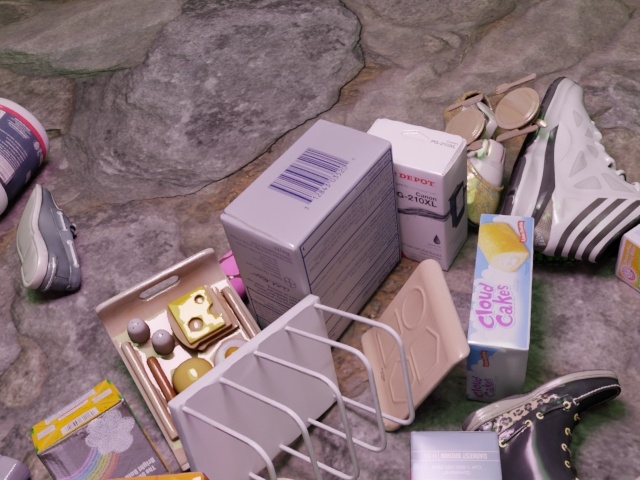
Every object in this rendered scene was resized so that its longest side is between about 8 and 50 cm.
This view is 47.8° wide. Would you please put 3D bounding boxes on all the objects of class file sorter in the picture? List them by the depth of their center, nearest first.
[{"bbox_3d":[-0.025,0.239,0.978,0.173,0.193,0.277,14,36,41],"label":"file sorter"}]

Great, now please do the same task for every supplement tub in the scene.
[{"bbox_3d":[-0.739,-0.164,1.573,0.191,0.191,0.272,7,49,17],"label":"supplement tub"}]

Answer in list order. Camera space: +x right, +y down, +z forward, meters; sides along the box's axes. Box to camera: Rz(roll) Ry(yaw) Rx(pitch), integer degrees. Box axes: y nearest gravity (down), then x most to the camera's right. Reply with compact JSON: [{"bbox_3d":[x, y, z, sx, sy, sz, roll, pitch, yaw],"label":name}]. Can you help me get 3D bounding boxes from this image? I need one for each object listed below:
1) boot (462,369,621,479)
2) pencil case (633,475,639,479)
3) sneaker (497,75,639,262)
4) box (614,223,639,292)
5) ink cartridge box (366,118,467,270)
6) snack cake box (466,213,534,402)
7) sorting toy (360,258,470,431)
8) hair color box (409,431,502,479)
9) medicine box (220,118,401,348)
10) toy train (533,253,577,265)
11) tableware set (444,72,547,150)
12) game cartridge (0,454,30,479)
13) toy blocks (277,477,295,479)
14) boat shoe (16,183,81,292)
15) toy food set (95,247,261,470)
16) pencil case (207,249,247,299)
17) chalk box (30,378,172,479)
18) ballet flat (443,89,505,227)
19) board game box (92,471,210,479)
[{"bbox_3d":[0.338,0.290,1.001,0.236,0.085,0.179,-18,50,-4],"label":"boot"},{"bbox_3d":[0.527,0.302,0.885,0.410,0.184,0.160,-29,40,-13],"label":"pencil case"},{"bbox_3d":[0.494,-0.118,1.340,0.257,0.169,0.447,22,51,10],"label":"sneaker"},{"bbox_3d":[0.595,0.052,1.157,0.114,0.103,0.203,-31,49,-17],"label":"box"},{"bbox_3d":[0.164,-0.080,1.277,0.172,0.237,0.100,19,53,27],"label":"ink cartridge box"},{"bbox_3d":[0.284,0.104,1.137,0.089,0.152,0.264,5,47,13],"label":"snack cake box"},{"bbox_3d":[0.143,0.161,1.109,0.038,0.208,0.193,17,39,-26],"label":"sorting toy"},{"bbox_3d":[0.161,0.431,0.824,0.113,0.185,0.374,-3,46,8],"label":"hair color box"},{"bbox_3d":[0.000,0.000,1.197,0.149,0.289,0.263,23,55,28],"label":"medicine box"},{"bbox_3d":[0.409,0.032,1.276,0.083,0.017,0.024,-1,36,11],"label":"toy train"},{"bbox_3d":[0.320,-0.219,1.335,0.194,0.039,0.128,-16,54,38],"label":"tableware set"},{"bbox_3d":[-0.609,0.460,1.043,0.230,0.068,0.355,12,50,17],"label":"game cartridge"},{"bbox_3d":[-0.026,0.407,0.977,0.123,0.054,0.148,4,48,16],"label":"toy blocks"},{"bbox_3d":[-0.551,-0.003,1.471,0.099,0.116,0.319,18,25,-33],"label":"boat shoe"},{"bbox_3d":[-0.194,0.180,1.153,0.219,0.092,0.306,-29,69,-16],"label":"toy food set"},{"bbox_3d":[-0.137,0.040,1.329,0.098,0.095,0.209,46,64,6],"label":"pencil case"},{"bbox_3d":[-0.295,0.330,1.027,0.132,0.213,0.132,-32,16,-21],"label":"chalk box"},{"bbox_3d":[0.308,-0.178,1.414,0.123,0.123,0.349,-4,44,7],"label":"ballet flat"},{"bbox_3d":[-0.245,0.474,0.716,0.356,0.357,0.356,-7,53,7],"label":"board game box"}]
